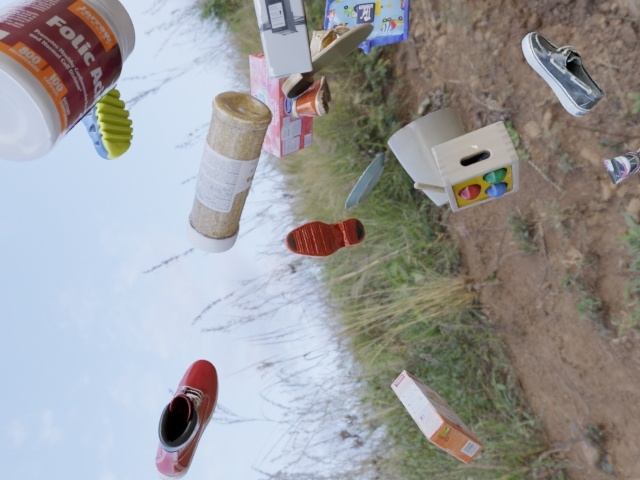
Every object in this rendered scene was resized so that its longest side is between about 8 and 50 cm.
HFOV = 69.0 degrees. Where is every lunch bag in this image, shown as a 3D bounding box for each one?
[{"bbox_3d":[0.128,-0.611,1.254,0.138,0.221,0.293,66,-153,-60],"label":"lunch bag"}]

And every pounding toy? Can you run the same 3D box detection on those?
[{"bbox_3d":[0.275,-0.103,0.887,0.206,0.181,0.094,41,-147,-60],"label":"pounding toy"}]

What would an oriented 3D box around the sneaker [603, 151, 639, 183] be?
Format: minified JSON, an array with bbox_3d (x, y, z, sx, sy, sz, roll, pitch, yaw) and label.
[{"bbox_3d":[0.797,-0.192,1.208,0.072,0.077,0.178,69,-159,1],"label":"sneaker"}]

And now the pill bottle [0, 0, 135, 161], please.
[{"bbox_3d":[-0.535,-0.353,0.919,0.224,0.224,0.392,50,-146,-33],"label":"pill bottle"}]

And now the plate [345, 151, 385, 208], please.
[{"bbox_3d":[0.132,-0.160,1.299,0.024,0.188,0.188,36,-160,8],"label":"plate"}]

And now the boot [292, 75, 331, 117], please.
[{"bbox_3d":[-0.021,-0.336,1.092,0.158,0.084,0.059,-75,-30,-51],"label":"boot"}]

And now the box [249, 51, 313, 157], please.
[{"bbox_3d":[-0.124,-0.443,1.500,0.154,0.142,0.300,-31,-43,-36],"label":"box"}]

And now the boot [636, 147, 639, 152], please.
[{"bbox_3d":[0.947,-0.236,1.311,0.077,0.198,0.137,44,-118,9],"label":"boot"}]

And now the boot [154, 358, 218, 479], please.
[{"bbox_3d":[-0.244,0.298,0.882,0.088,0.176,0.244,13,-141,-5],"label":"boot"}]

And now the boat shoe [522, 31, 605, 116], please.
[{"bbox_3d":[0.506,-0.363,0.966,0.078,0.070,0.219,-18,-111,-24],"label":"boat shoe"}]

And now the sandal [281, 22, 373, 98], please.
[{"bbox_3d":[-0.004,-0.421,1.025,0.079,0.240,0.088,58,-159,7],"label":"sandal"}]

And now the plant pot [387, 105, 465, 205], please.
[{"bbox_3d":[0.400,-0.265,1.575,0.274,0.256,0.256,67,-158,5],"label":"plant pot"}]

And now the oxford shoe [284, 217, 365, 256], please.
[{"bbox_3d":[0.000,0.000,1.265,0.271,0.098,0.097,-7,-96,-42],"label":"oxford shoe"}]

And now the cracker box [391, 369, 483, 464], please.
[{"bbox_3d":[0.302,0.461,1.236,0.156,0.067,0.232,37,-177,-23],"label":"cracker box"}]

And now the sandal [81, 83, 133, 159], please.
[{"bbox_3d":[-0.590,-0.350,1.209,0.126,0.138,0.317,19,-129,-74],"label":"sandal"}]

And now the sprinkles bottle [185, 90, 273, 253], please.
[{"bbox_3d":[-0.205,-0.133,1.000,0.121,0.355,0.121,14,-140,-12],"label":"sprinkles bottle"}]

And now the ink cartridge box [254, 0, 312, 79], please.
[{"bbox_3d":[-0.052,-0.309,0.632,0.109,0.063,0.150,-93,-7,-60],"label":"ink cartridge box"}]
